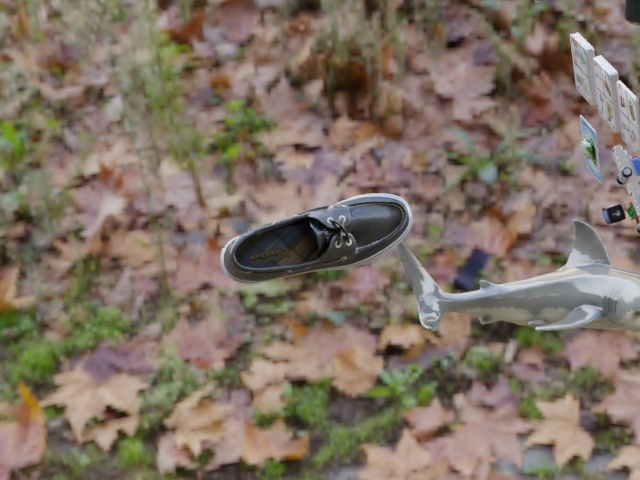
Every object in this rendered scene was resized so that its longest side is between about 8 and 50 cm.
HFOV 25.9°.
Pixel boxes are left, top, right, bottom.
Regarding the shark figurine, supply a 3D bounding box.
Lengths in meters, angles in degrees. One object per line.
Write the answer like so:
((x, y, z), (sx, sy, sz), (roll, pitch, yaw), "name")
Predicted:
((0.224, 0.036, 1.374), (0.278, 0.116, 0.166), (1, -3, 18), "shark figurine")

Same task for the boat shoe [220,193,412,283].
((0.000, 0.000, 0.980), (0.142, 0.049, 0.040), (-17, -5, -9), "boat shoe")

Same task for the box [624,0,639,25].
((0.229, -0.195, 0.645), (0.153, 0.207, 0.108), (19, 51, 28), "box")

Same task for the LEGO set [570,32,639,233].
((0.353, -0.102, 1.601), (0.060, 0.244, 0.182), (-18, 34, -5), "LEGO set")

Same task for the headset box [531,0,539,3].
((0.126, -0.352, 1.227), (0.293, 0.218, 0.110), (21, 30, 18), "headset box")
